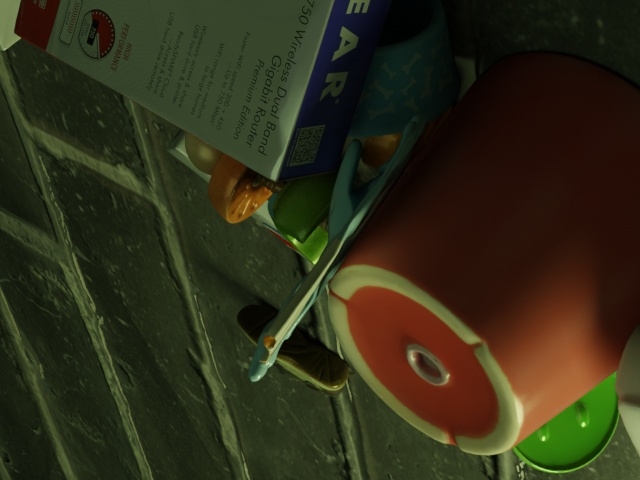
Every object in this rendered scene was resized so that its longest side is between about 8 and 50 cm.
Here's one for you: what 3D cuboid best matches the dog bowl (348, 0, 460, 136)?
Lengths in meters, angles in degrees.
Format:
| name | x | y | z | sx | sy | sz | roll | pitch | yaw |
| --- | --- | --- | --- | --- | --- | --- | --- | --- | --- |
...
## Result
| name | x | y | z | sx | sy | sz | roll | pitch | yaw |
| --- | --- | --- | --- | --- | --- | --- | --- | --- | --- |
| dog bowl | -0.016 | -0.186 | 1.479 | 0.297 | 0.166 | 0.074 | 28 | 135 | 32 |

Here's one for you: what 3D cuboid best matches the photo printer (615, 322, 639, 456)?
| name | x | y | z | sx | sy | sz | roll | pitch | yaw |
| --- | --- | --- | --- | --- | --- | --- | --- | --- | --- |
| photo printer | 0.404 | 0.171 | 1.331 | 0.308 | 0.107 | 0.256 | 9 | 150 | 33 |

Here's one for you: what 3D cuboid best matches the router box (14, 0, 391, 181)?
| name | x | y | z | sx | sy | sz | roll | pitch | yaw |
| --- | --- | --- | --- | --- | --- | --- | --- | --- | --- |
| router box | -0.074 | -0.260 | 1.359 | 0.301 | 0.082 | 0.335 | 30 | 114 | 29 |

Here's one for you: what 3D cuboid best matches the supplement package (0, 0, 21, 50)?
| name | x | y | z | sx | sy | sz | roll | pitch | yaw |
| --- | --- | --- | --- | --- | --- | --- | --- | --- | --- |
| supplement package | -0.370 | -0.321 | 1.797 | 0.203 | 0.149 | 0.194 | 14 | 138 | 46 |

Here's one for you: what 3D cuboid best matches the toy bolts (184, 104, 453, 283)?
| name | x | y | z | sx | sy | sz | roll | pitch | yaw |
| --- | --- | --- | --- | --- | --- | --- | --- | --- | --- |
| toy bolts | -0.004 | -0.079 | 1.565 | 0.158 | 0.218 | 0.228 | 38 | 169 | 17 |

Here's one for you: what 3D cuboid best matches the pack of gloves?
| name | x | y | z | sx | sy | sz | roll | pitch | yaw |
| --- | --- | --- | --- | --- | --- | --- | --- | --- | --- |
| pack of gloves | 0.000 | 0.000 | 1.387 | 0.046 | 0.232 | 0.195 | 34 | 161 | 2 |

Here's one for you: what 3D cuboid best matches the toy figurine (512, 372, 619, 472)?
| name | x | y | z | sx | sy | sz | roll | pitch | yaw |
| --- | --- | --- | --- | --- | --- | --- | --- | --- | --- |
| toy figurine | 0.184 | 0.128 | 1.675 | 0.159 | 0.130 | 0.173 | 1 | 107 | 66 |

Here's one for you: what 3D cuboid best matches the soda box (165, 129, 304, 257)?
| name | x | y | z | sx | sy | sz | roll | pitch | yaw |
| --- | --- | --- | --- | --- | --- | --- | --- | --- | --- |
| soda box | -0.042 | -0.052 | 1.709 | 0.216 | 0.074 | 0.069 | 38 | 173 | -11 |

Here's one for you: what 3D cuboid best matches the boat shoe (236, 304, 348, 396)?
| name | x | y | z | sx | sy | sz | roll | pitch | yaw |
| --- | --- | --- | --- | --- | --- | --- | --- | --- | --- |
| boat shoe | -0.036 | 0.133 | 2.027 | 0.152 | 0.056 | 0.049 | 37 | 146 | 19 |

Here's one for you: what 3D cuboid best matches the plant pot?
| name | x | y | z | sx | sy | sz | roll | pitch | yaw |
| --- | --- | --- | --- | --- | --- | --- | --- | --- | --- |
| plant pot | 0.154 | 0.025 | 1.418 | 0.275 | 0.243 | 0.275 | 34 | 150 | 22 |
